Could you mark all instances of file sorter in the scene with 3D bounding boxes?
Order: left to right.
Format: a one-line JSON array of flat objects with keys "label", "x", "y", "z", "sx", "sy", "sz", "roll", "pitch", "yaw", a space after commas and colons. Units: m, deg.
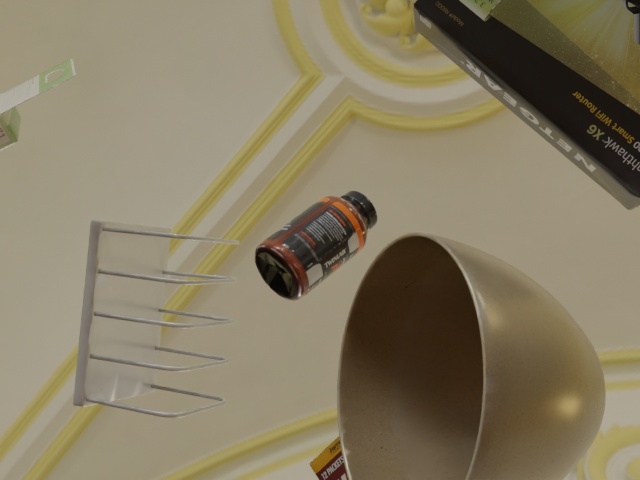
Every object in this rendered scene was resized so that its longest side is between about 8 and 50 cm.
[{"label": "file sorter", "x": -0.241, "y": 0.118, "z": 1.298, "sx": 0.173, "sy": 0.193, "sz": 0.278, "roll": 5, "pitch": -91, "yaw": 22}]

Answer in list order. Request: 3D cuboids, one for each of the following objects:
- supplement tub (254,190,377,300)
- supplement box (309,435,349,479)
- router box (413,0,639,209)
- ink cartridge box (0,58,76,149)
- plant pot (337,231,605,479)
[{"label": "supplement tub", "x": 0.000, "y": 0.000, "z": 1.296, "sx": 0.106, "sy": 0.198, "sz": 0.106, "roll": 34, "pitch": -35, "yaw": 28}, {"label": "supplement box", "x": 0.124, "y": 0.388, "z": 1.347, "sx": 0.129, "sy": 0.194, "sz": 0.191, "roll": -47, "pitch": -118, "yaw": 21}, {"label": "router box", "x": 0.287, "y": -0.223, "z": 0.855, "sx": 0.309, "sy": 0.081, "sz": 0.243, "roll": 42, "pitch": -88, "yaw": 8}, {"label": "ink cartridge box", "x": -0.466, "y": -0.189, "z": 1.257, "sx": 0.235, "sy": 0.171, "sz": 0.056, "roll": -26, "pitch": -64, "yaw": -7}, {"label": "plant pot", "x": 0.159, "y": 0.144, "z": 0.818, "sx": 0.191, "sy": 0.284, "sz": 0.284, "roll": 8, "pitch": -64, "yaw": -23}]
